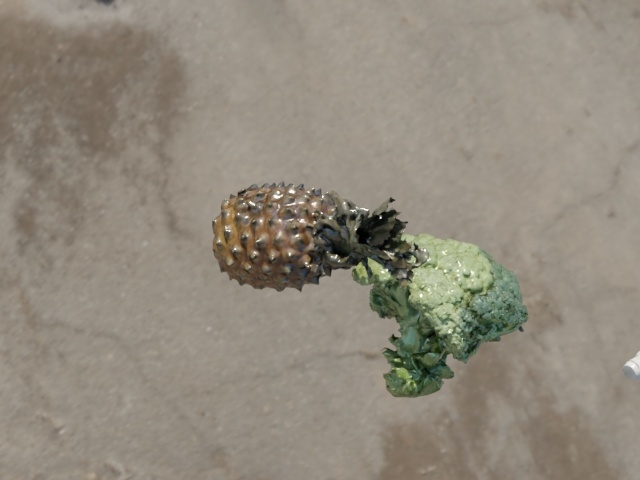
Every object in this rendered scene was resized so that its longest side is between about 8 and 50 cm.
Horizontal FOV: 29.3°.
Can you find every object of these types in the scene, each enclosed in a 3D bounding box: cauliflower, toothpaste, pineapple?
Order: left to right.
[{"bbox_3d":[0.000,0.000,1.747,0.175,0.361,0.175,-7,99,-47],"label":"pineapple"},{"bbox_3d":[0.170,0.119,1.832,0.275,0.272,0.250,10,95,-67],"label":"cauliflower"},{"bbox_3d":[0.456,0.128,1.552,0.190,0.031,0.048,-24,105,-28],"label":"toothpaste"}]
